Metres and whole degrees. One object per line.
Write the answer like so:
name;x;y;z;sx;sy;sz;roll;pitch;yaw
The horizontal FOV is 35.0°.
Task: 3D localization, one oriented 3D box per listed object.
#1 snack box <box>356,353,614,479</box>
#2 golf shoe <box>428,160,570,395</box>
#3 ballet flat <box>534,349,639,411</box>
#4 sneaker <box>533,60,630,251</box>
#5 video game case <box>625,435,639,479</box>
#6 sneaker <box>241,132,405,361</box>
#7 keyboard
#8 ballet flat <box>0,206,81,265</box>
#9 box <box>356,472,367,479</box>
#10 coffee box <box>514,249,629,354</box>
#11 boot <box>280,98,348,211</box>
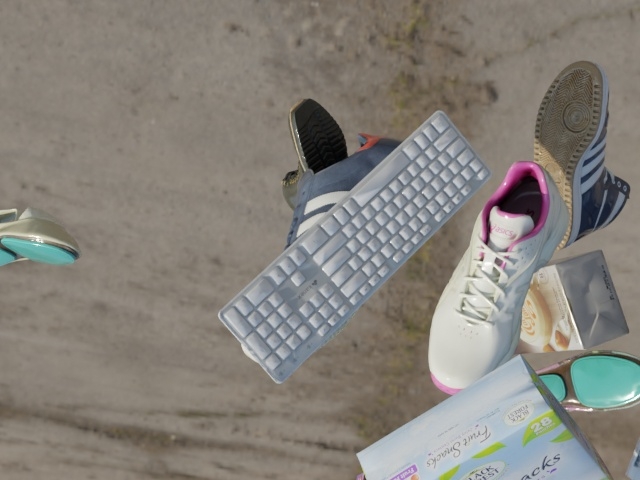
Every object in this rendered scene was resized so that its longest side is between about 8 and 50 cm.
snack box;0.158;0.215;0.928;0.174;0.070;0.207;-34;134;11
golf shoe;0.205;0.037;1.229;0.115;0.306;0.140;18;159;23
ballet flat;0.330;0.186;1.296;0.221;0.077;0.079;-20;163;36
sneaker;0.394;-0.130;1.495;0.153;0.282;0.099;-14;-151;-41
video game case;0.548;0.180;1.516;0.036;0.329;0.300;23;160;21
sneaker;0.000;0.000;1.250;0.148;0.350;0.131;28;152;32
keyboard;0.033;0.000;0.797;0.072;0.256;0.014;52;159;-12
ballet flat;-0.421;-0.009;1.418;0.248;0.086;0.086;-4;150;34
box;0.180;0.414;1.271;0.293;0.201;0.057;9;161;-4
coffee box;0.369;0.108;1.654;0.098;0.141;0.246;-17;177;-23
boot;-0.024;-0.099;1.377;0.137;0.077;0.198;10;132;48
